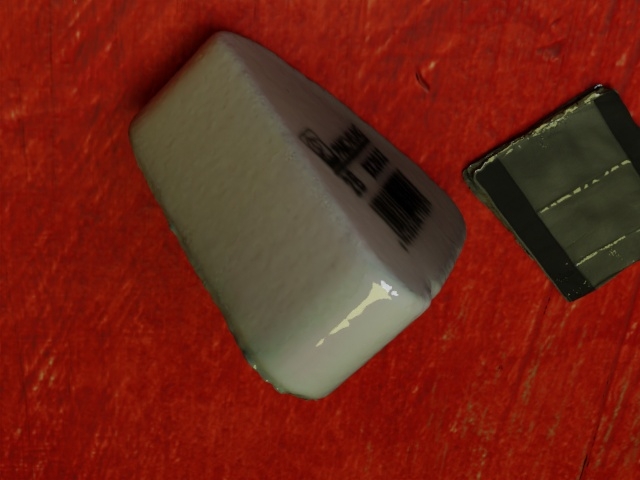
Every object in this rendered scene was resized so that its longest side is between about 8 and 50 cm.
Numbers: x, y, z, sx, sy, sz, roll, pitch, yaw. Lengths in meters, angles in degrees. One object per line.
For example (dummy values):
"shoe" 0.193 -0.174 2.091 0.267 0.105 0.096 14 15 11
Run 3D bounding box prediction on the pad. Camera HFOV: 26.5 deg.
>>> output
"pad" 0.274 -0.044 1.394 0.174 0.022 0.233 -34 126 16

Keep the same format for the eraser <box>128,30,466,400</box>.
"eraser" 0.000 0.000 1.204 0.331 0.331 0.150 36 115 -30
